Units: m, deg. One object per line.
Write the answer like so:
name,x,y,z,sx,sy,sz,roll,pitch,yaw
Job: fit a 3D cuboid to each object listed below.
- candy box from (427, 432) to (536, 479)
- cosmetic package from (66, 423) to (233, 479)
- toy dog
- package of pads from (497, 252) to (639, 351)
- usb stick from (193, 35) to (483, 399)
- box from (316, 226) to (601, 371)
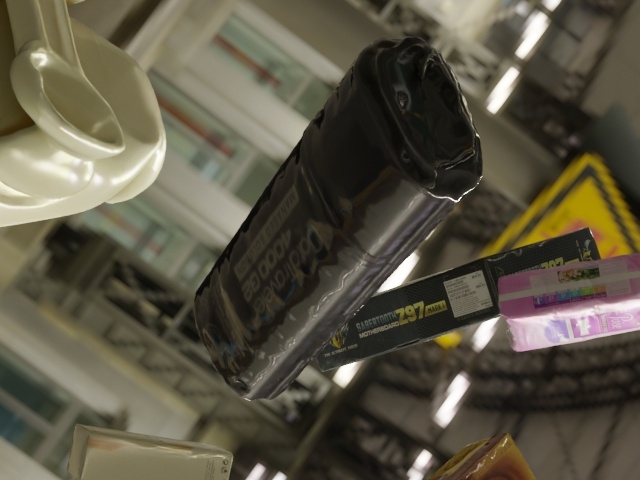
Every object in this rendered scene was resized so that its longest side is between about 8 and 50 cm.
candy box,0.137,0.246,1.277,0.053,0.187,0.109,-24,-172,48
cosmetic package,-0.131,0.170,1.360,0.060,0.115,0.041,-177,-82,-71
toy dog,-0.387,-0.107,1.733,0.408,0.285,0.395,-24,159,14
package of pads,0.140,0.034,0.972,0.050,0.083,0.032,64,18,-63
usb stick,0.000,0.000,0.817,0.045,0.077,0.278,-19,164,-27
box,0.129,0.056,1.705,0.232,0.059,0.183,-20,176,41
